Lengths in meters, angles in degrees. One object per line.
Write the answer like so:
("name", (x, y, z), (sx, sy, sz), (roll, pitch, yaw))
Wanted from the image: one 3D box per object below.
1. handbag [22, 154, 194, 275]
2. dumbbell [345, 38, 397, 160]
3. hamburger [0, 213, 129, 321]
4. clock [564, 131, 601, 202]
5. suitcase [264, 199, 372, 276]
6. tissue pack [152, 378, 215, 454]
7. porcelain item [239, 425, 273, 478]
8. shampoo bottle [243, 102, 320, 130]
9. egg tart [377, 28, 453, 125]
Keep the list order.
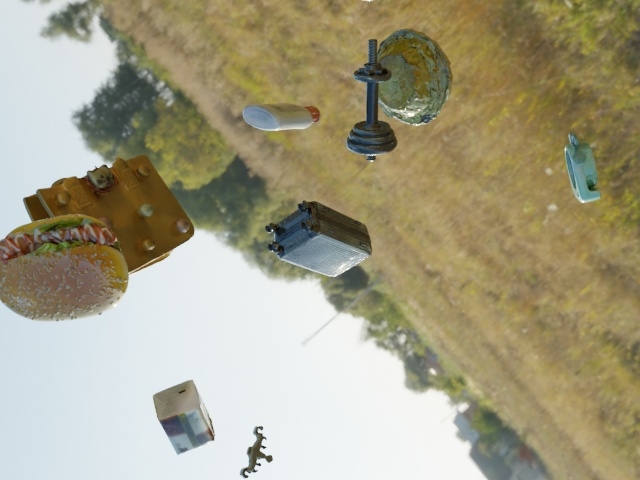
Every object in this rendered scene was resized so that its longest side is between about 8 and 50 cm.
("handbag", (-0.509, -0.054, 1.786), (0.283, 0.133, 0.401), (58, -148, -1))
("dumbbell", (0.107, -0.284, 1.488), (0.110, 0.110, 0.255), (-132, 36, -55))
("hamburger", (-0.411, 0.046, 1.145), (0.116, 0.210, 0.173), (-112, 14, -70))
("clock", (0.704, -0.201, 1.952), (0.148, 0.060, 0.189), (-55, -50, -71))
("suitcase", (0.000, 0.000, 2.223), (0.312, 0.202, 0.128), (22, -133, -43))
("tissue pack", (-0.325, 0.426, 1.733), (0.099, 0.106, 0.149), (-119, 12, -47))
("porcelain item", (-0.153, 0.549, 1.849), (0.075, 0.136, 0.021), (28, 151, -19))
("shampoo bottle", (-0.074, -0.282, 1.637), (0.108, 0.051, 0.221), (21, -160, 27))
("egg tart", (0.243, -0.465, 2.093), (0.294, 0.116, 0.295), (24, 125, 38))
